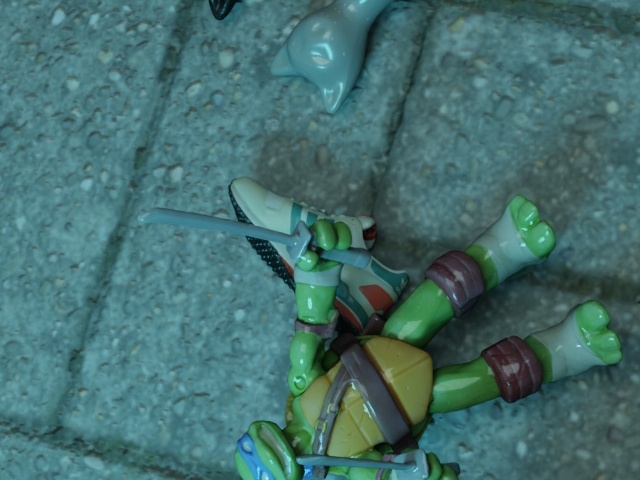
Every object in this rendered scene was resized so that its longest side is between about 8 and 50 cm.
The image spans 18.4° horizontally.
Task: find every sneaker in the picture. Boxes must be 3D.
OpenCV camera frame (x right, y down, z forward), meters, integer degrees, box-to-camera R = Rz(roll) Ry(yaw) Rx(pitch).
[{"bbox_3d":[0.000,0.000,1.482,0.075,0.057,0.161,-38,64,-13],"label":"sneaker"}]

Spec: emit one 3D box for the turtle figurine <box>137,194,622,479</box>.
[{"bbox_3d":[0.061,0.073,1.331,0.266,0.274,0.198,-28,41,-13],"label":"turtle figurine"}]

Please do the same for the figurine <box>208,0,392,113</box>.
[{"bbox_3d":[0.001,-0.230,1.533,0.215,0.092,0.209,42,99,24],"label":"figurine"}]
